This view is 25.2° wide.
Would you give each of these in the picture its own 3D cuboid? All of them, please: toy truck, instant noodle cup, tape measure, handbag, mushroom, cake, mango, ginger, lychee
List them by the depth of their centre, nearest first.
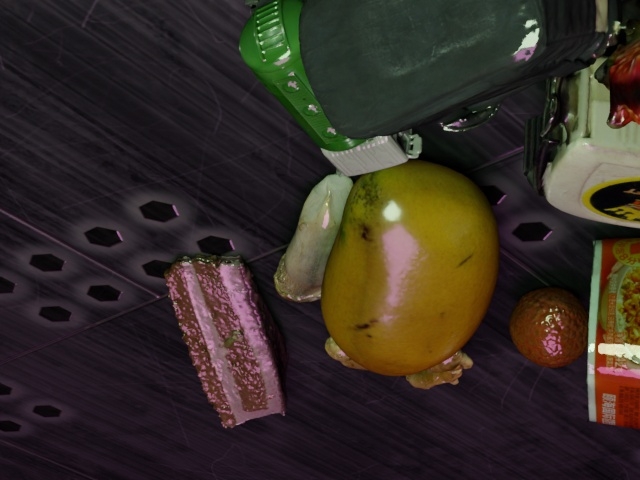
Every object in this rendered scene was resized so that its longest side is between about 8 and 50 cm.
[{"bbox_3d":[0.121,-0.197,1.252,0.254,0.181,0.181,-26,175,37],"label":"handbag"},{"bbox_3d":[0.010,-0.157,1.395,0.101,0.125,0.242,-14,146,24],"label":"toy truck"},{"bbox_3d":[0.308,-0.099,1.433,0.271,0.133,0.231,7,165,-14],"label":"tape measure"},{"bbox_3d":[0.102,0.027,1.638,0.211,0.173,0.317,-15,143,-11],"label":"mango"},{"bbox_3d":[0.475,0.115,1.698,0.307,0.294,0.294,2,149,14],"label":"instant noodle cup"},{"bbox_3d":[0.000,0.000,1.713,0.084,0.071,0.209,3,146,-12],"label":"mushroom"},{"bbox_3d":[0.300,0.119,1.836,0.114,0.101,0.140,-2,128,6],"label":"lychee"},{"bbox_3d":[-0.119,0.117,1.912,0.116,0.113,0.295,-6,135,11],"label":"cake"},{"bbox_3d":[0.114,0.160,1.980,0.176,0.053,0.193,-13,153,25],"label":"ginger"}]

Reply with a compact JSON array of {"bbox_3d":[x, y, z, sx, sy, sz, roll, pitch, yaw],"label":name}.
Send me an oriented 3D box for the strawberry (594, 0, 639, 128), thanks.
[{"bbox_3d":[0.382,-0.192,1.191,0.138,0.233,0.306,47,132,-13],"label":"strawberry"}]
